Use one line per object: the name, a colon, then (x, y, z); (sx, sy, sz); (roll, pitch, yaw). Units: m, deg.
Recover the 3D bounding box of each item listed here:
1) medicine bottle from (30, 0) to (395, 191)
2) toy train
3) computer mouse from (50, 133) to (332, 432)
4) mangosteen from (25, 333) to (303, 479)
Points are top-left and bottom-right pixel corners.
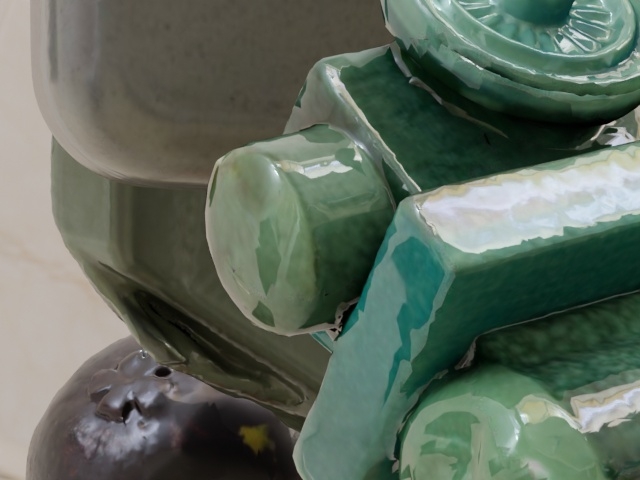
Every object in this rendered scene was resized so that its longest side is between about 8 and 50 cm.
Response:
medicine bottle: (0.048, -0.142, 0.967); (0.375, 0.123, 0.282); (2, -91, -19)
toy train: (0.126, 0.004, 0.487); (0.298, 0.194, 0.120); (-14, -36, -31)
computer mouse: (0.000, 0.001, 1.209); (0.429, 0.145, 0.228); (30, -101, -34)
mangosteen: (-0.085, 0.185, 1.418); (0.228, 0.228, 0.265); (-16, -49, 10)
